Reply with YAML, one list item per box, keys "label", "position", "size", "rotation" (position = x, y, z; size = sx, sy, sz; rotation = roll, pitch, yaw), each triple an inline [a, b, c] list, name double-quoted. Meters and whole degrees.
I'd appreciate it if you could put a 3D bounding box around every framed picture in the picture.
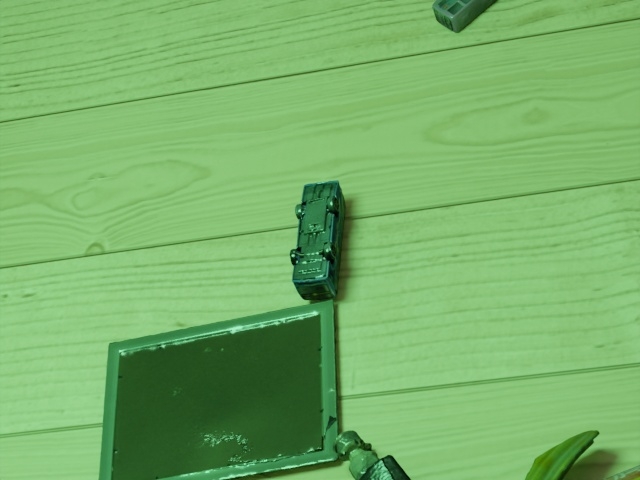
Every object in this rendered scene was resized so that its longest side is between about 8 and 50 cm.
- label: "framed picture"
  position: [-0.111, 0.177, 1.981]
  size: [0.273, 0.016, 0.216]
  rotation: [-11, 49, 12]

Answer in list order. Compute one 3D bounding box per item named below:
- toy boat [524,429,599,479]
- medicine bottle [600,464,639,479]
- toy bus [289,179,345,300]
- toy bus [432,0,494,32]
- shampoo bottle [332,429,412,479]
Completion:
- label: "toy boat"
  position: [0.224, 0.256, 1.759]
  size: [0.066, 0.065, 0.172]
  rotation: [24, 63, 9]
- label: "medicine bottle"
  position: [0.276, 0.264, 1.662]
  size: [0.426, 0.108, 0.108]
  rotation: [-21, 48, -6]
- label: "toy bus"
  position: [0.000, 0.000, 2.052]
  size: [0.051, 0.061, 0.153]
  rotation: [-9, 49, 16]
- label: "toy bus"
  position: [0.198, -0.315, 2.248]
  size: [0.130, 0.037, 0.052]
  rotation: [-41, 52, -12]
- label: "shampoo bottle"
  position: [0.079, 0.268, 1.807]
  size: [0.057, 0.063, 0.208]
  rotation: [-40, 51, 0]
